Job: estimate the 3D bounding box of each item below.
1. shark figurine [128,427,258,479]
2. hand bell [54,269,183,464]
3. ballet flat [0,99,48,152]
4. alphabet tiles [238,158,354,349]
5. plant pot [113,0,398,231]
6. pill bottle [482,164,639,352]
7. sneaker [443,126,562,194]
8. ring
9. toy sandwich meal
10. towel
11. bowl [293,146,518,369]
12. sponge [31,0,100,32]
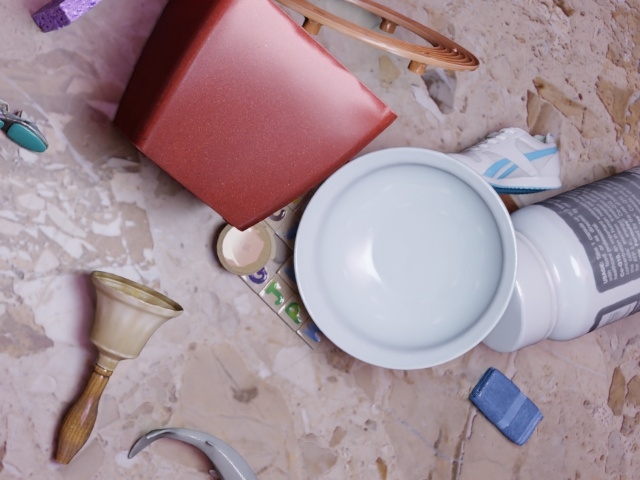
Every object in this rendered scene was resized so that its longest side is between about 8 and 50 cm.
[{"bbox_3d":[-0.116,0.324,1.754,0.166,0.116,0.278,-36,108,-22],"label":"shark figurine"},{"bbox_3d":[-0.278,0.173,1.688,0.126,0.126,0.242,22,93,-25],"label":"hand bell"},{"bbox_3d":[-0.384,-0.150,1.650,0.114,0.041,0.041,27,80,-25],"label":"ballet flat"},{"bbox_3d":[0.000,0.000,1.857,0.198,0.009,0.237,46,73,-20],"label":"alphabet tiles"},{"bbox_3d":[-0.110,-0.169,1.672,0.267,0.267,0.236,41,89,-22],"label":"plant pot"},{"bbox_3d":[0.387,0.025,1.938,0.361,0.204,0.204,-19,100,-25],"label":"pill bottle"},{"bbox_3d":[0.250,-0.117,1.940,0.229,0.087,0.092,0,84,-33],"label":"sneaker"},{"bbox_3d":[0.044,-0.280,1.707,0.337,0.336,0.032,15,109,-26],"label":"ring"},{"bbox_3d":[-0.102,0.007,1.788,0.086,0.029,0.085,-2,95,-22],"label":"toy sandwich meal"},{"bbox_3d":[0.276,0.248,1.988,0.119,0.029,0.067,45,73,-21],"label":"towel"},{"bbox_3d":[0.122,0.019,1.808,0.298,0.134,0.297,1,95,12],"label":"bowl"},{"bbox_3d":[-0.258,-0.335,1.661,0.210,0.117,0.031,-42,110,-19],"label":"sponge"}]
